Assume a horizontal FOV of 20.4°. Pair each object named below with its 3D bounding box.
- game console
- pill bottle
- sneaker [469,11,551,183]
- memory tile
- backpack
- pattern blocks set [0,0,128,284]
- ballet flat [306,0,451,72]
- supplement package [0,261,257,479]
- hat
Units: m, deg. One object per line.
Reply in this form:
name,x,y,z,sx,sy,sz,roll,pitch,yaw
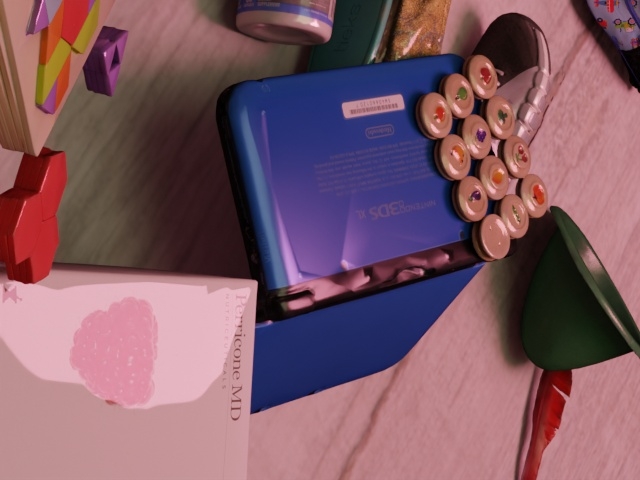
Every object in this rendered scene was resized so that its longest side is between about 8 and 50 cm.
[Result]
game console,0.000,0.000,1.413,0.293,0.173,0.250,-13,91,-48
pill bottle,-0.021,-0.230,1.415,0.078,0.078,0.137,14,81,-47
sneaker,0.125,-0.116,1.577,0.132,0.086,0.228,28,72,-42
memory tile,0.133,-0.067,1.432,0.113,0.012,0.148,-39,110,-43
backpack,0.347,-0.255,1.792,0.173,0.117,0.158,45,59,-36
pattern blocks set,-0.148,-0.142,0.945,0.325,0.026,0.285,77,27,-67
ballet flat,0.082,-0.254,1.503,0.123,0.123,0.348,26,79,-45
supplement package,-0.204,0.101,1.154,0.293,0.175,0.177,3,89,-48
hat,0.201,0.097,1.714,0.173,0.183,0.208,44,19,-47
